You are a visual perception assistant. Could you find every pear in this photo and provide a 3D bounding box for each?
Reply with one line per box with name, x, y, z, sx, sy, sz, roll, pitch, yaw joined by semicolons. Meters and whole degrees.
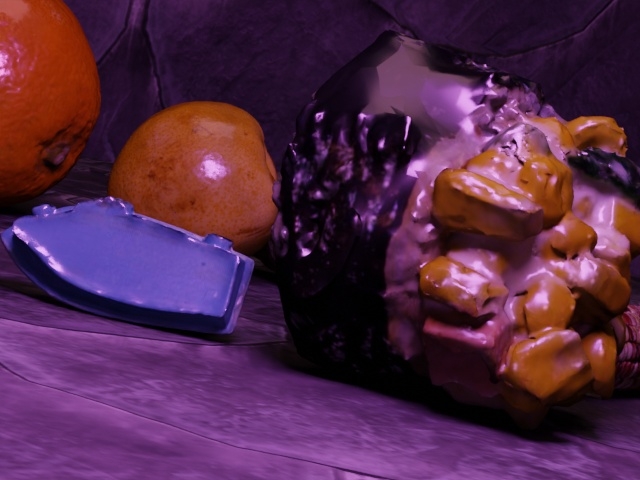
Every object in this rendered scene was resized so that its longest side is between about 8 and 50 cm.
pear;-0.149;-0.059;2.190;0.209;0.209;0.209;13;5;-1

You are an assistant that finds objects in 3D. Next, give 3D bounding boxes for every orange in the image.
orange;-0.428;-0.189;2.372;0.312;0.312;0.312;13;5;-1

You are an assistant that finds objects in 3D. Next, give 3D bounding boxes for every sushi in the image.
sushi;0.151;-0.008;1.659;0.285;0.328;0.328;9;-3;38

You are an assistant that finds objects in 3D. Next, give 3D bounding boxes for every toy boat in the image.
toy boat;-0.183;0.024;1.735;0.238;0.109;0.098;16;-15;4

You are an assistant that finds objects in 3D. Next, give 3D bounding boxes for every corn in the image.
corn;0.326;0.116;1.991;0.098;0.098;0.290;16;5;37

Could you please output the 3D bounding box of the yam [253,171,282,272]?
yam;0.000;0.000;2.267;0.133;0.133;0.330;11;7;-21
